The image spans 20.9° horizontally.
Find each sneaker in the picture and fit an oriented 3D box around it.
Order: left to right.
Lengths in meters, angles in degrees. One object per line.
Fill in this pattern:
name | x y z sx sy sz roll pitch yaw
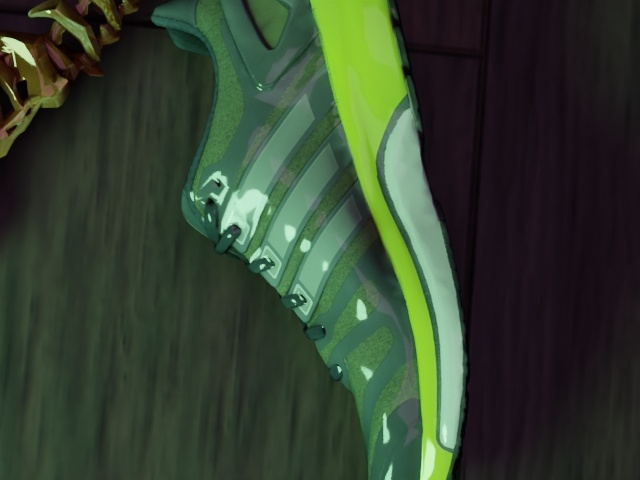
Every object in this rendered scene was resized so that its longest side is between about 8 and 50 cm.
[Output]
sneaker | 0.000 0.000 0.830 0.121 0.111 0.300 -13 79 4

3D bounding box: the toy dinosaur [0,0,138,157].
toy dinosaur | -0.216 -0.078 0.811 0.322 0.164 0.218 -35 103 -26
